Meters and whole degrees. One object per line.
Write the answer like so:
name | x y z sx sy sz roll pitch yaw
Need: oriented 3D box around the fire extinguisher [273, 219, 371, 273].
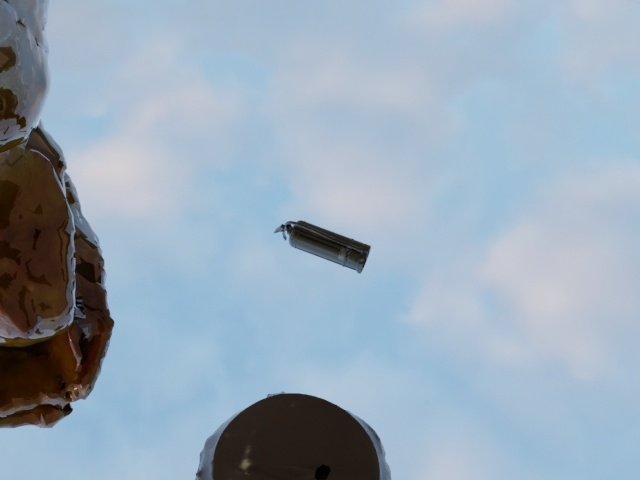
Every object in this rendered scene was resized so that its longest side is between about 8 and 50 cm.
fire extinguisher | 0.000 0.000 1.090 0.083 0.038 0.025 20 -117 7

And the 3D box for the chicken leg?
chicken leg | -0.177 -0.064 0.558 0.182 0.295 0.409 -26 -166 -3

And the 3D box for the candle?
candle | -0.040 0.344 1.501 0.221 0.342 0.221 3 -132 -4
